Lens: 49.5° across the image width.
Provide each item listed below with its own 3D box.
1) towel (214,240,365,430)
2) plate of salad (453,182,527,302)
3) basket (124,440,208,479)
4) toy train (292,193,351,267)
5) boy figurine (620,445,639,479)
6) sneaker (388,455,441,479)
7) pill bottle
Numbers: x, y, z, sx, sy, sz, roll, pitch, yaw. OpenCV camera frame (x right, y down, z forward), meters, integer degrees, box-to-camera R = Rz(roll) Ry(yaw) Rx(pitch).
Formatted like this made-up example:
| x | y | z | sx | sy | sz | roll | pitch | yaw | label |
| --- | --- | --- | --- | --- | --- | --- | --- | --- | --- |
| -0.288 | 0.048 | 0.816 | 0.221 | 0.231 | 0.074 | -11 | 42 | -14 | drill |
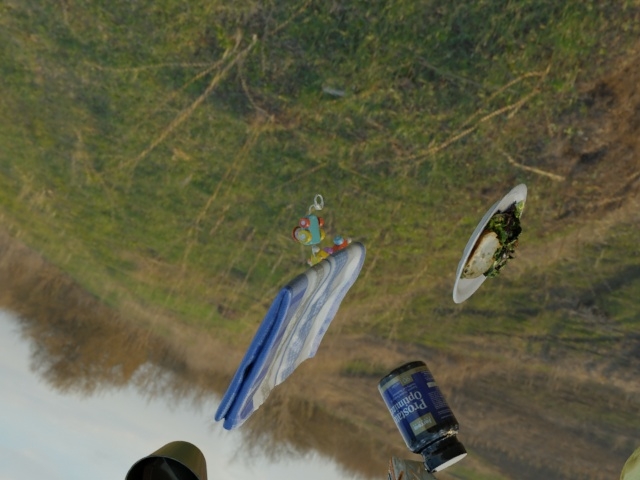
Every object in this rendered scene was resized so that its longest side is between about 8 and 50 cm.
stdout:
| x | y | z | sx | sy | sz | roll | pitch | yaw | label |
| --- | --- | --- | --- | --- | --- | --- | --- | --- | --- |
| -0.027 | 0.112 | 0.907 | 0.034 | 0.209 | 0.285 | 31 | -161 | 12 | towel |
| 0.256 | 0.010 | 1.010 | 0.048 | 0.200 | 0.200 | 31 | 170 | 25 | plate of salad |
| -0.313 | 0.517 | 1.476 | 0.204 | 0.154 | 0.227 | 55 | 174 | -3 | basket |
| 0.000 | 0.000 | 1.301 | 0.046 | 0.125 | 0.166 | -7 | 130 | 31 | toy train |
| 0.447 | 0.297 | 0.885 | 0.092 | 0.285 | 0.177 | 21 | 166 | 46 | boy figurine |
| 0.226 | 0.572 | 1.547 | 0.121 | 0.099 | 0.262 | 0 | -159 | -3 | sneaker |
| 0.224 | 0.384 | 1.509 | 0.219 | 0.123 | 0.123 | 62 | -176 | 27 | pill bottle |
